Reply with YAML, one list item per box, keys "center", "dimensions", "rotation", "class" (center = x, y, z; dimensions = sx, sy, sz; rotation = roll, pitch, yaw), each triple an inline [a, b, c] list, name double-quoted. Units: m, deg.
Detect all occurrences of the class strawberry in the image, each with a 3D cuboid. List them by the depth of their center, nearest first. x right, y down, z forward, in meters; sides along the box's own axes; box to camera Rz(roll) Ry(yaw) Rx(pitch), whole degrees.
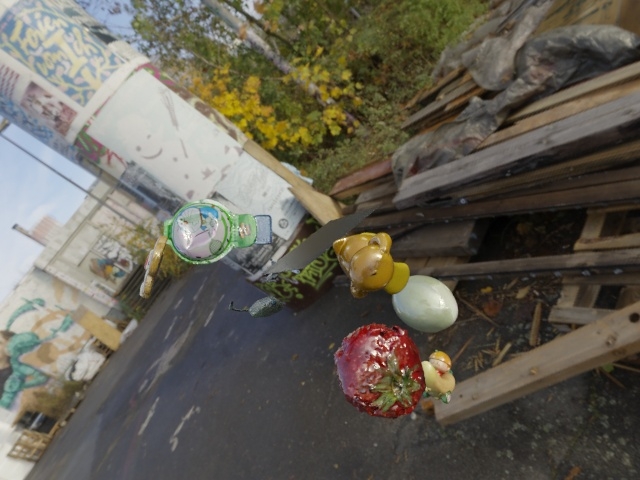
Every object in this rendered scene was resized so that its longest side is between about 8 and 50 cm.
- center: [0.162, 0.367, 1.205]
  dimensions: [0.274, 0.274, 0.220]
  rotation: [-57, 19, -12]
  class: "strawberry"

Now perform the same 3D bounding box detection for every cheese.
- center: [-0.305, -0.030, 1.233]
  dimensions: [0.083, 0.321, 0.203]
  rotation: [94, 174, -76]
  class: "cheese"

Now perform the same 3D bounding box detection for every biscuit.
- center: [-0.432, 0.065, 1.066]
  dimensions: [0.240, 0.035, 0.158]
  rotation: [141, 140, -60]
  class: "biscuit"

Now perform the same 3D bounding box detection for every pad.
- center: [0.000, 0.000, 1.339]
  dimensions: [0.368, 0.007, 0.248]
  rotation: [-39, 17, -35]
  class: "pad"

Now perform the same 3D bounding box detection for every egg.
- center: [0.535, 0.324, 2.079]
  dimensions: [0.336, 0.278, 0.278]
  rotation: [29, 82, 47]
  class: "egg"

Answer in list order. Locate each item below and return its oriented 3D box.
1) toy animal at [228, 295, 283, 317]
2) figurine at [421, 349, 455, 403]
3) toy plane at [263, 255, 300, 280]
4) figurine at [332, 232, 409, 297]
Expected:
- center: [-0.252, 0.256, 1.582]
  dimensions: [0.070, 0.253, 0.079]
  rotation: [15, 97, 48]
  class: "toy animal"
- center: [0.566, 0.647, 2.003]
  dimensions: [0.124, 0.324, 0.222]
  rotation: [6, 60, 41]
  class: "figurine"
- center: [-0.150, 0.095, 1.476]
  dimensions: [0.160, 0.082, 0.234]
  rotation: [-24, 3, -38]
  class: "toy plane"
- center: [0.134, 0.065, 1.169]
  dimensions: [0.215, 0.215, 0.228]
  rotation: [-53, 39, 0]
  class: "figurine"
